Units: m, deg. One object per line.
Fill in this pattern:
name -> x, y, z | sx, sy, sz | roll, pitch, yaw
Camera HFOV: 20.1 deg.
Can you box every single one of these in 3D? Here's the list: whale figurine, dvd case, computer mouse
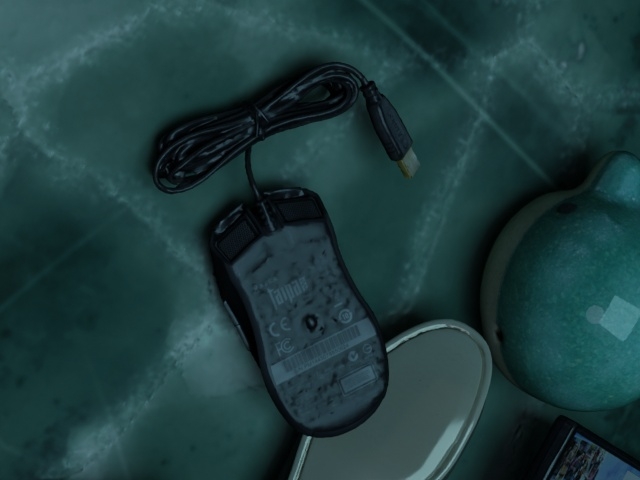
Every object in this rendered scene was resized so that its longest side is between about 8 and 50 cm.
whale figurine -> 0.260, 0.034, 1.424 | 0.272, 0.141, 0.216 | -19, 114, -25
dvd case -> 0.177, 0.276, 1.488 | 0.253, 0.022, 0.180 | -60, 144, -2
computer mouse -> 0.000, 0.000, 1.312 | 0.184, 0.060, 0.262 | -32, 108, -14

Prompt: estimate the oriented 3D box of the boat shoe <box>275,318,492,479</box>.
boat shoe -> 0.012, 0.203, 1.376 | 0.112, 0.095, 0.335 | 34, 82, 2
